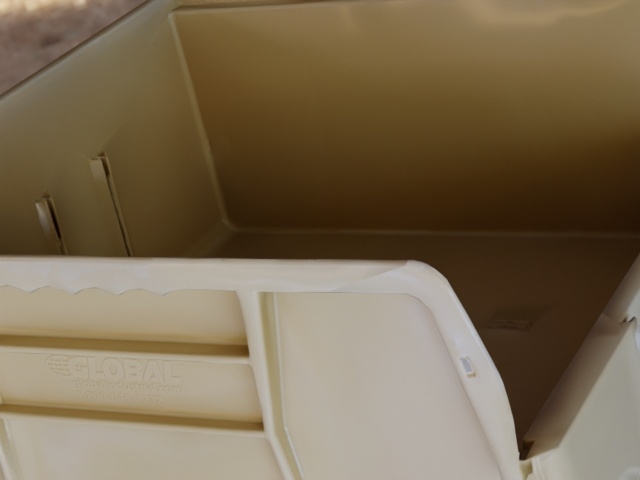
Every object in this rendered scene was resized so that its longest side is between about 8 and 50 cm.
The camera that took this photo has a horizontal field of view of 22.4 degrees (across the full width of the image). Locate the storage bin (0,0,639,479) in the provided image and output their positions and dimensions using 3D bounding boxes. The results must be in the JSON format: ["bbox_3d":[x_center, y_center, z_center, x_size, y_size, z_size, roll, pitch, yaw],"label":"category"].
[{"bbox_3d":[0.000,0.000,0.580,0.260,0.123,0.262,0,-154,29],"label":"storage bin"}]
